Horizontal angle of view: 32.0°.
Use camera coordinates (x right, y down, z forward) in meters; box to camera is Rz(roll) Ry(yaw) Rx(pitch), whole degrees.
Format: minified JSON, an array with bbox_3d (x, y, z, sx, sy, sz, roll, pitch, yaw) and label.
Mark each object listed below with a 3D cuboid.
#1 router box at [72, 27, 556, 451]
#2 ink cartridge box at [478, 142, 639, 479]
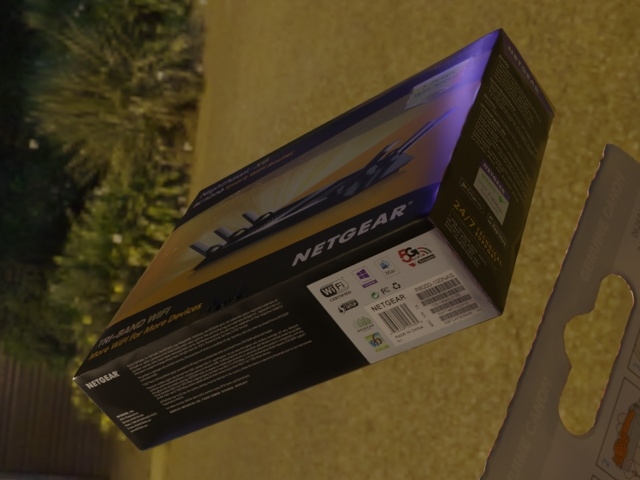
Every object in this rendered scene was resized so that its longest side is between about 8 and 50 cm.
[{"bbox_3d":[0.000,0.000,0.782,0.309,0.081,0.243,-25,23,33],"label":"router box"},{"bbox_3d":[0.122,0.079,0.360,0.045,0.179,0.145,-31,27,55],"label":"ink cartridge box"}]
